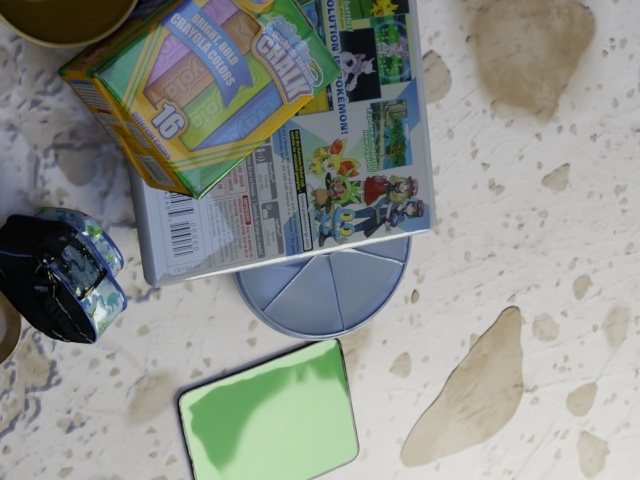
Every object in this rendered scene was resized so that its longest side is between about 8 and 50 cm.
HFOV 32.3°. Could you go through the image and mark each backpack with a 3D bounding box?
[{"bbox_3d":[-0.220,0.029,0.953,0.084,0.105,0.114,-52,130,-33],"label":"backpack"}]

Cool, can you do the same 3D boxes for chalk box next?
[{"bbox_3d":[-0.083,-0.154,0.913,0.213,0.132,0.132,-44,113,-14],"label":"chalk box"}]

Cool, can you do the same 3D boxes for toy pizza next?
[{"bbox_3d":[0.000,0.000,1.107,0.201,0.032,0.201,-4,100,-24],"label":"toy pizza"}]

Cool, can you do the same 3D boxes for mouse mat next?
[{"bbox_3d":[-0.049,0.194,1.145,0.190,0.007,0.152,-18,110,-23],"label":"mouse mat"}]

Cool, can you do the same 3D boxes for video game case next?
[{"bbox_3d":[-0.040,-0.144,1.028,0.300,0.036,0.329,-11,102,-23],"label":"video game case"}]

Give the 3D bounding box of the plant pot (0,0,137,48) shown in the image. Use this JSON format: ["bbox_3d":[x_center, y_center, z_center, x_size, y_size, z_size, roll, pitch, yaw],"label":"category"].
[{"bbox_3d":[-0.221,-0.225,0.894,0.134,0.095,0.134,-7,105,-28],"label":"plant pot"}]

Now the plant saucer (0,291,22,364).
[{"bbox_3d":[-0.305,0.076,0.968,0.083,0.015,0.083,-7,105,-28],"label":"plant saucer"}]
